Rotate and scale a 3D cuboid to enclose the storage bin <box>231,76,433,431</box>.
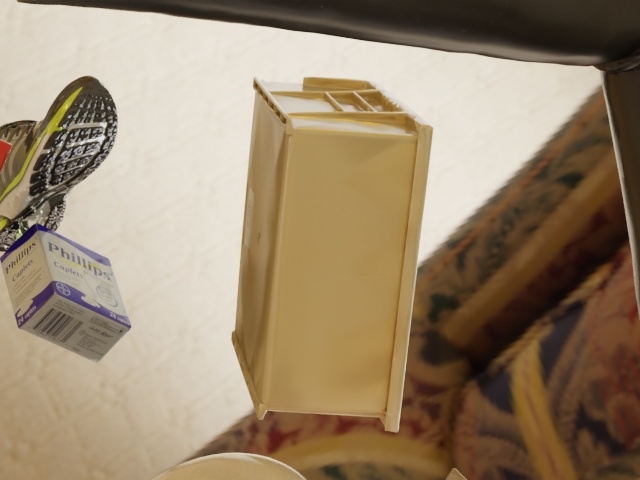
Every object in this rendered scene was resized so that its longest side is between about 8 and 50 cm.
[{"bbox_3d":[0.000,0.000,1.475,0.123,0.260,0.262,3,104,-10],"label":"storage bin"}]

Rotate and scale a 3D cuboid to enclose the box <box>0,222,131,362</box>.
[{"bbox_3d":[-0.313,0.064,2.029,0.126,0.072,0.137,30,23,-40],"label":"box"}]

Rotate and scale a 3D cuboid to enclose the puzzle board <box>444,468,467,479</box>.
[{"bbox_3d":[0.178,0.349,1.964,0.128,0.096,0.011,43,24,30],"label":"puzzle board"}]

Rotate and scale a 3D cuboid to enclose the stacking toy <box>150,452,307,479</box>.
[{"bbox_3d":[0.013,0.424,1.356,0.480,0.350,0.351,38,47,-31],"label":"stacking toy"}]

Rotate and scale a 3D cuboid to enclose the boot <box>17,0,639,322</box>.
[{"bbox_3d":[0.067,-0.103,0.804,0.445,0.146,0.367,9,83,-28],"label":"boot"}]

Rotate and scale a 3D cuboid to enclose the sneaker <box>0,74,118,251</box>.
[{"bbox_3d":[-0.349,-0.110,2.016,0.111,0.300,0.121,-11,63,-44],"label":"sneaker"}]

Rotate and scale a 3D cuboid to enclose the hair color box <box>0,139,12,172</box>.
[{"bbox_3d":[-0.326,-0.062,1.471,0.043,0.141,0.072,24,83,-29],"label":"hair color box"}]
